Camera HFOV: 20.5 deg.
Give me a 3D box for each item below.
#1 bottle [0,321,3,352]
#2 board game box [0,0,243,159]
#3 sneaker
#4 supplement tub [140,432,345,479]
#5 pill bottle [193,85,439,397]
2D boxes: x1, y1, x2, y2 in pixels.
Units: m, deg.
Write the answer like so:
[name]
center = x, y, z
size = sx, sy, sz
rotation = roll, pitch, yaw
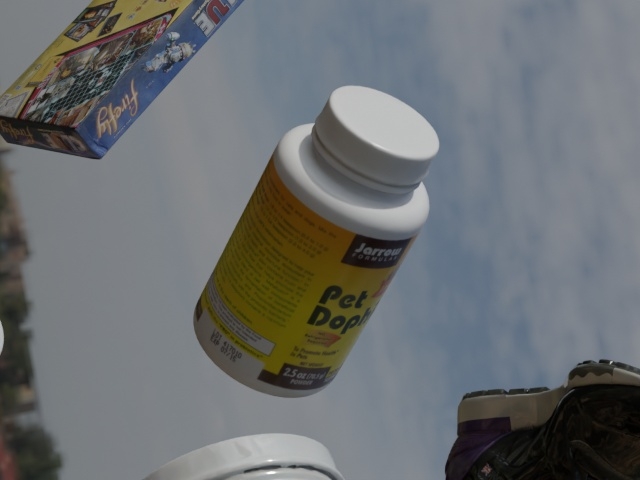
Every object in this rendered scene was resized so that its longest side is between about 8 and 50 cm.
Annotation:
[bottle]
center = -0.353, 0.115, 1.459
size = 0.283, 0.118, 0.092
rotation = -28, -115, 48
[board game box]
center = -0.190, -0.183, 1.686
size = 0.165, 0.243, 0.042
rotation = 12, -34, 49
[sneaker]
center = 0.160, 0.157, 1.089
size = 0.283, 0.107, 0.124
rotation = -31, -144, 67
[supplement tub]
center = -0.034, 0.346, 1.431
size = 0.235, 0.235, 0.325
rotation = 93, -20, -55
[pill bottle]
center = 0.000, 0.000, 1.250
size = 0.215, 0.117, 0.117
rotation = -62, -150, 30
